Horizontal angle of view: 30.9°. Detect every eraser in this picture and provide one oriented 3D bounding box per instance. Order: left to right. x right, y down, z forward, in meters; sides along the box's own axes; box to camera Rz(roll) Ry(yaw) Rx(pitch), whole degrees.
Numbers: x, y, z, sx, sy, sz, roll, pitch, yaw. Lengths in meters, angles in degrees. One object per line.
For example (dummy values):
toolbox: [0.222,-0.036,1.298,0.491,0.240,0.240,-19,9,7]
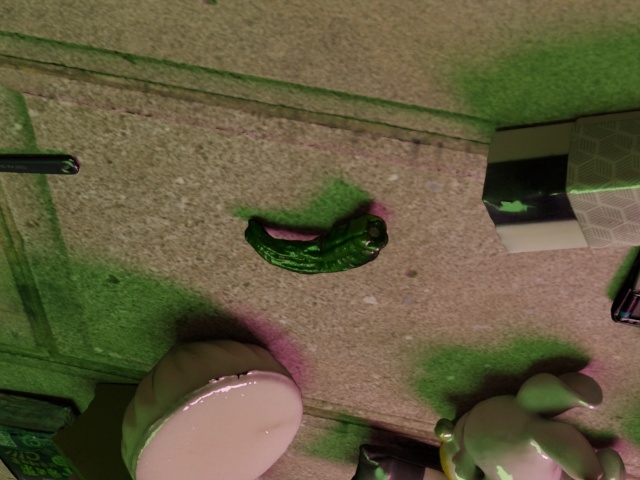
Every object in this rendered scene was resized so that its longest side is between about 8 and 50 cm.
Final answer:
eraser: [0.355,-0.063,1.050,0.404,0.096,0.098,-6,142,26]

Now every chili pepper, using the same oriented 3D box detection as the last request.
chili pepper: [0.001,0.003,1.321,0.182,0.050,0.073,-5,148,31]

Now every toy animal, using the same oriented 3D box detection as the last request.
toy animal: [0.282,0.304,1.538,0.247,0.183,0.310,-10,134,24]

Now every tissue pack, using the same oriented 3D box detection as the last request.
tissue pack: [-0.470,0.344,1.964,0.173,0.073,0.235,5,145,15]

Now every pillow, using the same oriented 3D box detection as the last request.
pillow: [0.154,0.388,1.755,0.250,0.106,0.186,17,134,-5]

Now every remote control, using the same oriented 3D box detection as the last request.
remote control: [0.363,0.033,1.241,0.059,0.028,0.212,13,146,5]

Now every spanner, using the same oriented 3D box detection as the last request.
spanner: [-0.379,-0.092,1.360,0.208,0.012,0.046,3,143,17]

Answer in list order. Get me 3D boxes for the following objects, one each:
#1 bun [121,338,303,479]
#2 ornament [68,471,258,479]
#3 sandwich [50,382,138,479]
bun: [-0.168,0.224,1.603,0.263,0.175,0.263,-20,136,-20]
ornament: [-0.242,0.433,1.805,0.239,0.240,0.240,3,131,17]
sandwich: [-0.309,0.323,1.719,0.212,0.245,0.063,0,132,23]
